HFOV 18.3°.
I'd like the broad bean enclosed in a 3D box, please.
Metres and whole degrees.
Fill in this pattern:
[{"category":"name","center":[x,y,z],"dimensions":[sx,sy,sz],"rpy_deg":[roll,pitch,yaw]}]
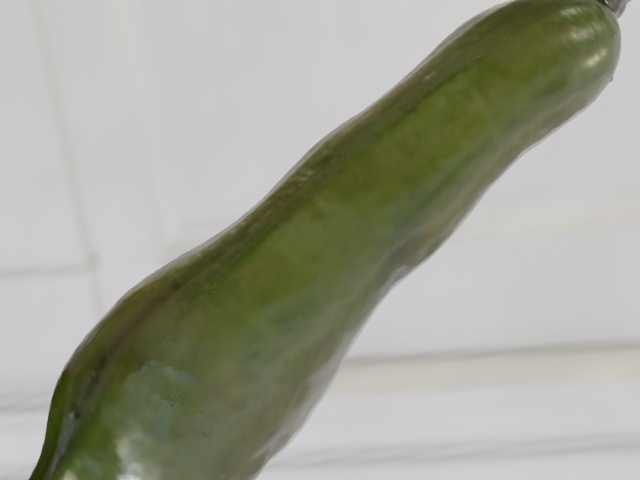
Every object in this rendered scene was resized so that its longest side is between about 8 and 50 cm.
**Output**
[{"category":"broad bean","center":[0.006,0.004,0.615],"dimensions":[0.325,0.067,0.075],"rpy_deg":[-43,172,-13]}]
